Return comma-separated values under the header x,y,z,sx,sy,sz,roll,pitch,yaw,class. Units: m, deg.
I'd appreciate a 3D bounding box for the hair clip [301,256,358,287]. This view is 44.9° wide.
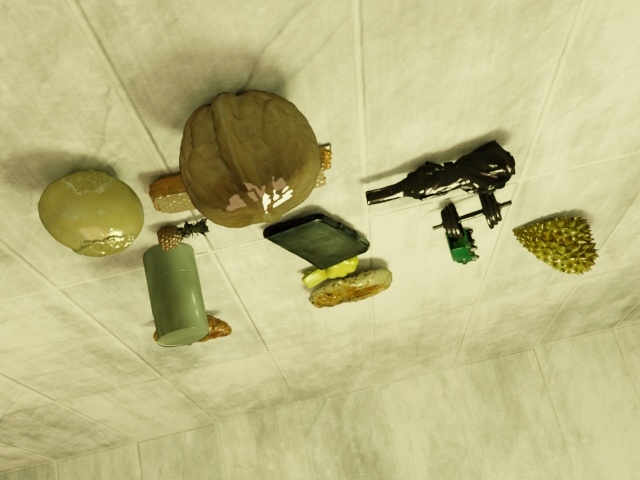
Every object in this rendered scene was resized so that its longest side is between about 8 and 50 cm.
x,y,z,sx,sy,sz,roll,pitch,yaw,class
0.027,0.080,2.156,0.173,0.046,0.072,-21,133,23,hair clip

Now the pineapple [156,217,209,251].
x,y,z,sx,sy,sz,roll,pitch,yaw,class
-0.306,-0.019,1.751,0.124,0.058,0.058,-20,157,-2,pineapple

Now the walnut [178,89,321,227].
x,y,z,sx,sy,sz,roll,pitch,yaw,class
-0.123,-0.138,1.353,0.248,0.249,0.248,-11,157,-5,walnut

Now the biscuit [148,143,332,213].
x,y,z,sx,sy,sz,roll,pitch,yaw,class
-0.158,-0.121,1.586,0.378,0.054,0.094,-11,157,-7,biscuit

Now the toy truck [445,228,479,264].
x,y,z,sx,sy,sz,roll,pitch,yaw,class
0.407,0.019,2.207,0.079,0.065,0.147,-16,157,11,toy truck

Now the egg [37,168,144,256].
x,y,z,sx,sy,sz,roll,pitch,yaw,class
-0.430,-0.050,1.463,0.201,0.164,0.164,15,144,-41,egg

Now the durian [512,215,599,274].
x,y,z,sx,sy,sz,roll,pitch,yaw,class
0.719,0.014,2.275,0.306,0.172,0.166,-6,-179,-37,durian

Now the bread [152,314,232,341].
x,y,z,sx,sy,sz,roll,pitch,yaw,class
-0.382,0.261,2.315,0.232,0.076,0.105,-3,144,-7,bread

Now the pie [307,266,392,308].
x,y,z,sx,sy,sz,roll,pitch,yaw,class
0.094,0.139,2.289,0.274,0.055,0.274,-15,166,-4,pie

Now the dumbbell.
x,y,z,sx,sy,sz,roll,pitch,yaw,class
0.383,-0.063,1.961,0.208,0.099,0.099,-19,157,16,dumbbell

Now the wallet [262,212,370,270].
x,y,z,sx,sy,sz,roll,pitch,yaw,class
0.000,0.000,1.965,0.172,0.045,0.318,-20,157,22,wallet

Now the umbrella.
x,y,z,sx,sy,sz,roll,pitch,yaw,class
0.266,-0.133,1.735,0.339,0.118,0.118,-14,157,6,umbrella

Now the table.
x,y,z,sx,sy,sz,roll,pitch,yaw,class
-0.345,0.129,1.846,0.126,0.220,0.126,-13,157,-6,table
